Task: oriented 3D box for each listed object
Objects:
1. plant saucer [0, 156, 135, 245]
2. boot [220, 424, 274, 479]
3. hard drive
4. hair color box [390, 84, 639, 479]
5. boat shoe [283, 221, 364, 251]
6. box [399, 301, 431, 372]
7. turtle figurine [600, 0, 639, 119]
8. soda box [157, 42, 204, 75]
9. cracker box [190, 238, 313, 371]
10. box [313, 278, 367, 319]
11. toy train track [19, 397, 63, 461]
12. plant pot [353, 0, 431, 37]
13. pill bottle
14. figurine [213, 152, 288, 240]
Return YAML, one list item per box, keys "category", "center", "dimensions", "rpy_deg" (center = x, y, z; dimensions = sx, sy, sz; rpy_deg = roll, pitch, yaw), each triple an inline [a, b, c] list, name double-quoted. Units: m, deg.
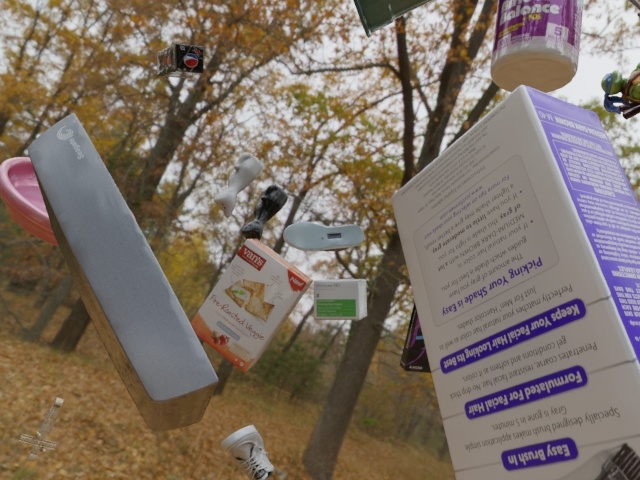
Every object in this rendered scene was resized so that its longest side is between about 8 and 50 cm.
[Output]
- category: "plant saucer"
  center: [-0.622, -0.078, 1.306]
  dimensions: [0.332, 0.084, 0.332]
  rpy_deg: [33, 15, -10]
- category: "boot"
  center: [-0.175, 0.565, 1.392]
  dimensions: [0.123, 0.095, 0.258]
  rpy_deg: [54, -7, 24]
- category: "hard drive"
  center: [-0.174, 0.039, 0.459]
  dimensions: [0.254, 0.054, 0.172]
  rpy_deg: [57, -29, 16]
- category: "hair color box"
  center: [0.182, 0.067, 0.441]
  dimensions: [0.110, 0.338, 0.185]
  rpy_deg: [9, -31, -29]
- category: "boat shoe"
  center: [0.000, 0.000, 1.192]
  dimensions: [0.184, 0.065, 0.083]
  rpy_deg: [1, -13, -18]
- category: "box"
  center: [0.218, 0.164, 0.970]
  dimensions: [0.116, 0.162, 0.029]
  rpy_deg: [7, 14, -15]
- category: "turtle figurine"
  center: [0.764, -0.388, 1.133]
  dimensions: [0.267, 0.274, 0.198]
  rpy_deg: [13, 13, 14]
- category: "soda box"
  center: [-0.295, -0.374, 1.121]
  dimensions: [0.060, 0.053, 0.169]
  rpy_deg: [-3, 14, -29]
- category: "cracker box"
  center: [-0.145, 0.132, 1.111]
  dimensions: [0.156, 0.232, 0.067]
  rpy_deg: [35, 6, 9]
- category: "box"
  center: [0.045, 0.128, 1.164]
  dimensions: [0.101, 0.087, 0.102]
  rpy_deg: [-2, -5, 13]
- category: "toy train track"
  center: [-0.367, 0.253, 0.714]
  dimensions: [0.048, 0.083, 0.014]
  rpy_deg: [33, -25, -33]
- category: "plant pot"
  center: [0.239, -0.793, 1.485]
  dimensions: [0.335, 0.340, 0.341]
  rpy_deg: [-17, -30, 14]
- category: "pill bottle"
  center: [0.452, -0.474, 1.106]
  dimensions: [0.170, 0.301, 0.169]
  rpy_deg: [9, -11, 2]
- category: "figurine"
  center: [-0.213, -0.116, 1.578]
  dimensions: [0.092, 0.209, 0.215]
  rpy_deg: [-9, -47, 38]
